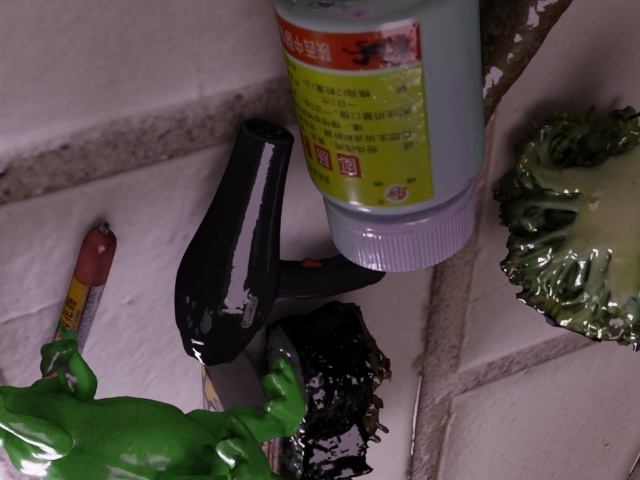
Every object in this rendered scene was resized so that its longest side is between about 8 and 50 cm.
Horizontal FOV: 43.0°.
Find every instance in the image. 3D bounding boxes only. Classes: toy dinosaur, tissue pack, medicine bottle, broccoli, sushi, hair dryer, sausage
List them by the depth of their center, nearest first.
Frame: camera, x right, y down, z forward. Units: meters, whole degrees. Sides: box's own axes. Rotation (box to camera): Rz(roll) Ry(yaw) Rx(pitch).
[{"bbox_3d":[0.051,-0.099,0.603,0.139,0.139,0.225,-20,130,-9],"label":"medicine bottle"},{"bbox_3d":[-0.218,0.069,0.729,0.029,0.029,0.223,4,130,-32],"label":"sausage"},{"bbox_3d":[0.000,0.000,0.759,0.271,0.091,0.235,-4,124,-37],"label":"hair dryer"},{"bbox_3d":[-0.169,0.262,0.771,0.374,0.144,0.500,-12,127,13],"label":"toy dinosaur"},{"bbox_3d":[0.316,-0.036,0.788,0.180,0.242,0.273,-19,150,-44],"label":"broccoli"},{"bbox_3d":[0.008,0.168,0.867,0.115,0.147,0.212,-13,135,-19],"label":"sushi"},{"bbox_3d":[-0.085,0.204,0.879,0.060,0.108,0.148,-15,136,-21],"label":"tissue pack"}]

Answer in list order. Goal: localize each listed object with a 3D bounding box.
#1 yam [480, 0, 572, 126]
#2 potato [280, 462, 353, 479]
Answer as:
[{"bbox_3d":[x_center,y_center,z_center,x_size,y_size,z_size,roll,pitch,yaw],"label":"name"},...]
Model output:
[{"bbox_3d":[0.125,-0.120,0.703,0.061,0.061,0.253,9,127,-35],"label":"yam"},{"bbox_3d":[-0.041,0.338,0.989,0.251,0.174,0.159,5,130,-31],"label":"potato"}]
